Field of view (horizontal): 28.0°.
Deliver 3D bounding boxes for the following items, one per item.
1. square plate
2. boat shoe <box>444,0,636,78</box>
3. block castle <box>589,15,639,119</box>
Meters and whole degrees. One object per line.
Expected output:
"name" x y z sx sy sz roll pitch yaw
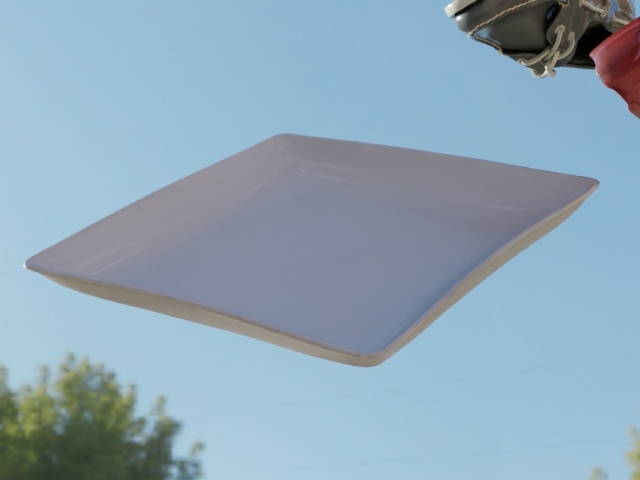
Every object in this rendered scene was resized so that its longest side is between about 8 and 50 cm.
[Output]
"square plate" 0.000 0.000 1.050 0.344 0.347 0.049 12 -61 34
"boat shoe" 0.235 -0.215 1.272 0.116 0.099 0.319 -26 -7 34
"block castle" 0.319 -0.251 1.207 0.213 0.303 0.453 -45 -20 28
